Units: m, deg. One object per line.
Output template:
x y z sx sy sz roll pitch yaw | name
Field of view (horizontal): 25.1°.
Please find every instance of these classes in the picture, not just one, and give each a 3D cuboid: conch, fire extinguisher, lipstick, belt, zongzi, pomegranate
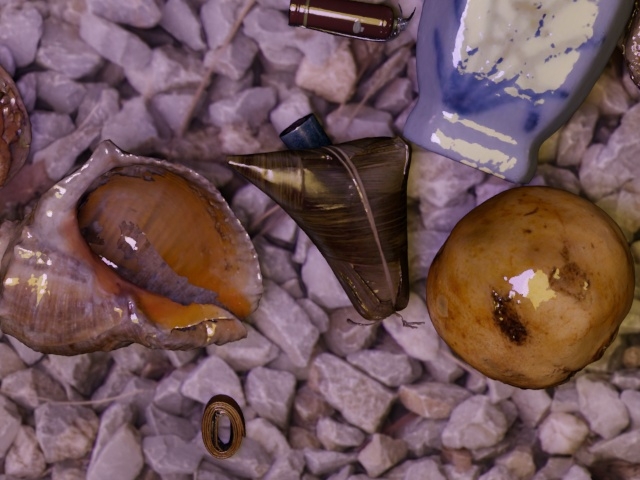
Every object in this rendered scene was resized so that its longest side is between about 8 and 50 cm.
-0.252 0.011 1.817 0.352 0.210 0.297 13 112 -26 | conch
0.038 -0.282 1.819 0.158 0.043 0.064 10 132 -1 | fire extinguisher
0.031 -0.054 1.868 0.053 0.053 0.234 -32 103 8 | lipstick
-0.131 0.253 1.943 0.059 0.036 0.083 -1 104 0 | belt
0.000 0.000 1.778 0.241 0.111 0.248 -7 102 -21 | zongzi
0.266 0.058 1.790 0.260 0.260 0.261 0 102 1 | pomegranate

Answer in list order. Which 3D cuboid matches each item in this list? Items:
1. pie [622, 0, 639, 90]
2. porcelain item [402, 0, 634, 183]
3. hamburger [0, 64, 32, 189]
0.459 -0.258 1.800 0.163 0.079 0.194 25 100 -9 | pie
0.249 -0.283 1.743 0.242 0.178 0.405 20 98 -3 | porcelain item
-0.507 -0.154 1.809 0.286 0.146 0.243 28 108 -12 | hamburger
